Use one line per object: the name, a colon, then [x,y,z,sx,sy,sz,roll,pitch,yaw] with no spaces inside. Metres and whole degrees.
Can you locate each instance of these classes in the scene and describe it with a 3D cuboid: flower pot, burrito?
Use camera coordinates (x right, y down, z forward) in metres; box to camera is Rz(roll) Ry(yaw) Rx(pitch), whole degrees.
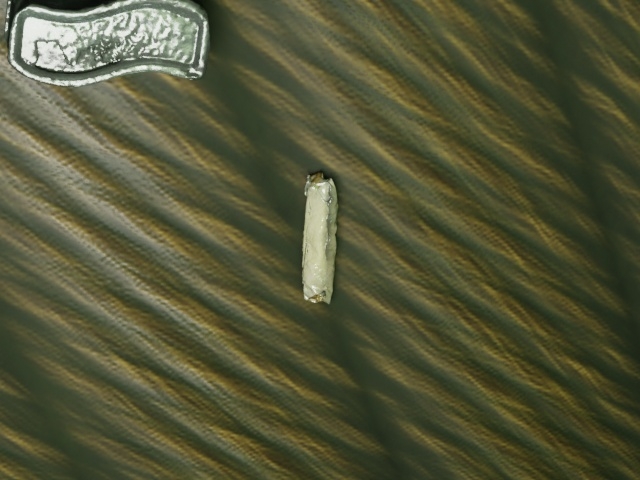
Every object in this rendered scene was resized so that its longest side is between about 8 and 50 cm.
flower pot: [-0.240,-0.236,1.333,0.229,0.108,0.103,-5,113,-12]
burrito: [0.000,0.000,1.535,0.045,0.041,0.186,16,117,25]
